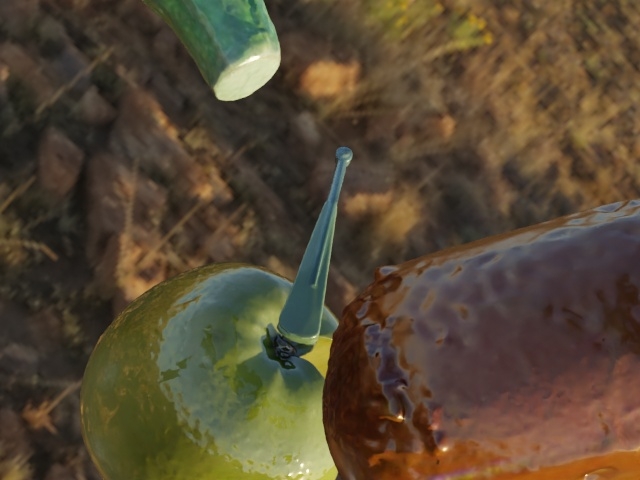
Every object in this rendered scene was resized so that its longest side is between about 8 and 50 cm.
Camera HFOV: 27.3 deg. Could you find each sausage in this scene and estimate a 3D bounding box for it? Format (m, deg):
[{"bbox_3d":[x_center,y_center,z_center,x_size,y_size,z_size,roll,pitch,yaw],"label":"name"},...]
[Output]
[{"bbox_3d":[0.132,0.066,0.674,0.153,0.268,0.141,75,1,-54],"label":"sausage"}]

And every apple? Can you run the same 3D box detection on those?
[{"bbox_3d":[-0.095,0.165,1.346,0.292,0.254,0.292,25,40,-24],"label":"apple"}]

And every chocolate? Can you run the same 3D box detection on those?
[{"bbox_3d":[-0.113,-0.230,0.910,0.110,0.110,0.291,-3,61,-58],"label":"chocolate"}]

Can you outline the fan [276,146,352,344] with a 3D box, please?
[{"bbox_3d":[0.000,0.000,1.156,0.038,0.016,0.193,18,63,-8],"label":"fan"}]
